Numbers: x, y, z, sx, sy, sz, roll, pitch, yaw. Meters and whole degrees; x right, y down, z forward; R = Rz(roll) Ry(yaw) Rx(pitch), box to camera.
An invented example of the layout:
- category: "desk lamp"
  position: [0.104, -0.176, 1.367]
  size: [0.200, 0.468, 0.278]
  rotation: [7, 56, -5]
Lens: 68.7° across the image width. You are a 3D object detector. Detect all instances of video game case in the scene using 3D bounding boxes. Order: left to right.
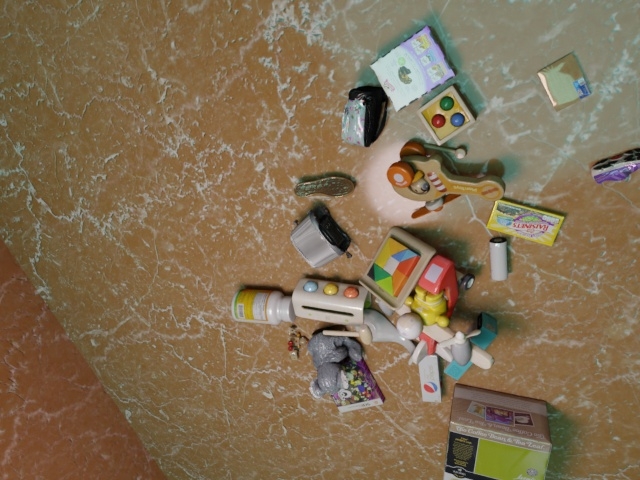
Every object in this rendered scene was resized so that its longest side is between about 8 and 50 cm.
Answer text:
- category: "video game case"
  position: [0.125, 0.599, 1.951]
  size: [0.210, 0.042, 0.232]
  rotation: [-22, 103, 26]

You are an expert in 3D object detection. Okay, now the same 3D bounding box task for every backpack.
- category: "backpack"
  position: [0.133, -0.388, 1.478]
  size: [0.115, 0.152, 0.181]
  rotation: [22, 122, 29]

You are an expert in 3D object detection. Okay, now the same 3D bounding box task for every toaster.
- category: "toaster"
  position: [0.000, 0.000, 1.694]
  size: [0.146, 0.129, 0.227]
  rotation: [-34, 99, 33]

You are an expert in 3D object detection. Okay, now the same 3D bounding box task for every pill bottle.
- category: "pill bottle"
  position: [-0.221, 0.268, 1.886]
  size: [0.246, 0.136, 0.136]
  rotation: [1, 112, 20]

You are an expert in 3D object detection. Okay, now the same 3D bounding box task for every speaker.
- category: "speaker"
  position: [0.585, 0.062, 1.537]
  size: [0.055, 0.055, 0.136]
  rotation: [-2, 110, 22]

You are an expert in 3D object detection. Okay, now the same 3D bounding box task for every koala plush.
- category: "koala plush"
  position: [0.037, 0.486, 1.798]
  size: [0.196, 0.221, 0.203]
  rotation: [-24, 133, 29]

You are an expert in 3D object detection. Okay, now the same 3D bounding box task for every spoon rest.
- category: "spoon rest"
  position: [0.249, 0.364, 1.794]
  size: [0.276, 0.084, 0.137]
  rotation: [33, 119, 20]

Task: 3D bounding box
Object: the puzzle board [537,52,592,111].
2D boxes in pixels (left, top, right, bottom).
- category: "puzzle board"
  position: [0.682, -0.440, 1.310]
  size: [0.096, 0.011, 0.128]
  rotation: [-27, 101, 27]

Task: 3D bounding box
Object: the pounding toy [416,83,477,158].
- category: "pounding toy"
  position: [0.381, -0.332, 1.422]
  size: [0.181, 0.094, 0.206]
  rotation: [-32, 97, 29]

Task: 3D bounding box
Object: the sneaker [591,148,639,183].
- category: "sneaker"
  position: [0.863, -0.207, 1.323]
  size: [0.170, 0.068, 0.071]
  rotation: [-15, 121, 34]

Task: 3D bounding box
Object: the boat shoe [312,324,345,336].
- category: "boat shoe"
  position: [0.038, 0.378, 1.886]
  size: [0.152, 0.056, 0.049]
  rotation: [-14, 111, 35]

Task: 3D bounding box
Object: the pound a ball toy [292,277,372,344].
- category: "pound a ball toy"
  position: [0.053, 0.242, 1.718]
  size: [0.320, 0.208, 0.135]
  rotation: [6, 127, 19]

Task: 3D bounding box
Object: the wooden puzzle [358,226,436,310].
- category: "wooden puzzle"
  position: [0.245, 0.085, 1.561]
  size: [0.044, 0.221, 0.238]
  rotation: [29, 96, -37]

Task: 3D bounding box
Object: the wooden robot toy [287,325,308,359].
- category: "wooden robot toy"
  position: [-0.091, 0.431, 1.948]
  size: [0.079, 0.076, 0.173]
  rotation: [2, 113, 8]

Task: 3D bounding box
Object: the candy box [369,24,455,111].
- category: "candy box"
  position: [0.275, -0.508, 1.396]
  size: [0.196, 0.070, 0.164]
  rotation: [-28, 101, 25]

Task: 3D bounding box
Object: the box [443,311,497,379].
- category: "box"
  position: [0.532, 0.377, 1.668]
  size: [0.060, 0.100, 0.244]
  rotation: [30, 120, 4]

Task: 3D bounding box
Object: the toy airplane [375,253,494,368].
- category: "toy airplane"
  position: [0.352, 0.272, 1.582]
  size: [0.386, 0.273, 0.384]
  rotation: [-31, 80, 51]

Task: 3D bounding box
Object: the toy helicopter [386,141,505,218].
- category: "toy helicopter"
  position: [0.389, -0.163, 1.462]
  size: [0.355, 0.140, 0.234]
  rotation: [11, 139, 29]

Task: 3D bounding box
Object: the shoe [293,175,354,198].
- category: "shoe"
  position: [0.016, -0.185, 1.653]
  size: [0.219, 0.058, 0.076]
  rotation: [0, 92, 17]

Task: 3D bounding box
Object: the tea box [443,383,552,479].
- category: "tea box"
  position: [0.637, 0.748, 1.719]
  size: [0.329, 0.220, 0.323]
  rotation: [8, 115, 17]

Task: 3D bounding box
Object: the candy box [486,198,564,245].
- category: "candy box"
  position: [0.643, -0.060, 1.479]
  size: [0.206, 0.027, 0.105]
  rotation: [17, 120, 14]

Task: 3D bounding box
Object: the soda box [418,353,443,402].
- category: "soda box"
  position: [0.420, 0.509, 1.785]
  size: [0.074, 0.069, 0.216]
  rotation: [-2, 112, 22]
